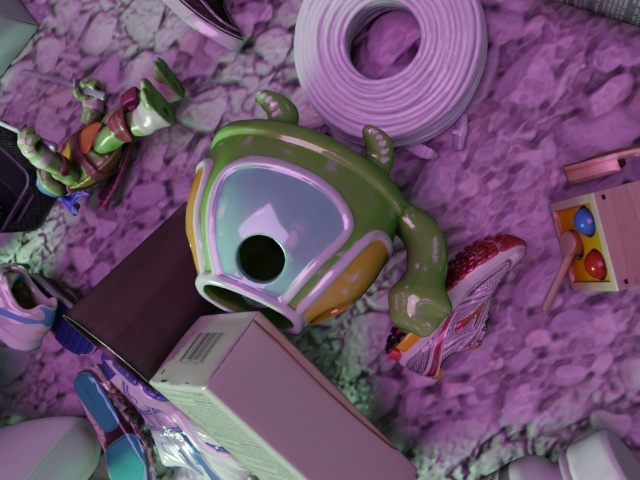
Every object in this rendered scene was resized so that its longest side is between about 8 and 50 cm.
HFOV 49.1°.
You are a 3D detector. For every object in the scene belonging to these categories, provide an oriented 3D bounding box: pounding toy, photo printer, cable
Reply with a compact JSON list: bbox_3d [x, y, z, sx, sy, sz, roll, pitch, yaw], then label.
[{"bbox_3d":[0.318,0.010,0.821,0.100,0.141,0.130,-14,88,-7],"label":"pounding toy"},{"bbox_3d":[-0.490,0.376,1.045,0.255,0.307,0.107,-14,105,14],"label":"photo printer"},{"bbox_3d":[0.085,-0.249,0.907,0.257,0.089,0.257,16,99,19],"label":"cable"}]

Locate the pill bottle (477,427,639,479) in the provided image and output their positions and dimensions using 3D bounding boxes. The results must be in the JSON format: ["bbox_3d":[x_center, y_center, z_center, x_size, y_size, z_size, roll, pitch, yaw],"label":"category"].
[{"bbox_3d":[0.228,0.385,0.831,0.361,0.204,0.204,-36,81,19],"label":"pill bottle"}]

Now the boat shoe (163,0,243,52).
[{"bbox_3d":[-0.182,-0.357,1.007,0.219,0.077,0.070,44,108,14],"label":"boat shoe"}]

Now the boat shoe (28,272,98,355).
[{"bbox_3d":[-0.402,0.111,1.123,0.183,0.066,0.066,41,109,19],"label":"boat shoe"}]

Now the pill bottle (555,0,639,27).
[{"bbox_3d":[0.372,-0.312,0.758,0.278,0.162,0.162,25,101,17],"label":"pill bottle"}]

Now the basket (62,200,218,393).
[{"bbox_3d":[-0.210,0.068,0.960,0.227,0.204,0.154,-50,118,-19],"label":"basket"}]

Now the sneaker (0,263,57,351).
[{"bbox_3d":[-0.504,0.067,1.071,0.228,0.087,0.092,36,108,-3],"label":"sneaker"}]

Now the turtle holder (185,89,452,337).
[{"bbox_3d":[-0.014,0.001,0.856,0.320,0.243,0.228,33,66,-20],"label":"turtle holder"}]

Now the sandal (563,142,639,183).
[{"bbox_3d":[0.392,-0.137,0.800,0.239,0.088,0.079,-17,93,26],"label":"sandal"}]

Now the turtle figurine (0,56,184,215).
[{"bbox_3d":[-0.353,-0.190,1.020,0.266,0.198,0.275,-25,88,16],"label":"turtle figurine"}]

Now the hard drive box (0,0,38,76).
[{"bbox_3d":[-0.606,-0.378,1.159,0.181,0.089,0.232,-44,79,18],"label":"hard drive box"}]

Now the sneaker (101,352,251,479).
[{"bbox_3d":[-0.226,0.269,1.046,0.296,0.112,0.131,33,109,19],"label":"sneaker"}]

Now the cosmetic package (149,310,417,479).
[{"bbox_3d":[-0.043,0.231,0.868,0.309,0.113,0.160,48,149,-22],"label":"cosmetic package"}]

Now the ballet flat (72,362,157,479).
[{"bbox_3d":[-0.302,0.296,1.090,0.091,0.077,0.241,-29,80,20],"label":"ballet flat"}]

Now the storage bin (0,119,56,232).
[{"bbox_3d":[-0.526,-0.107,1.148,0.180,0.084,0.122,40,106,15],"label":"storage bin"}]

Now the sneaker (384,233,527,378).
[{"bbox_3d":[0.185,0.084,0.904,0.092,0.088,0.225,38,106,-7],"label":"sneaker"}]
